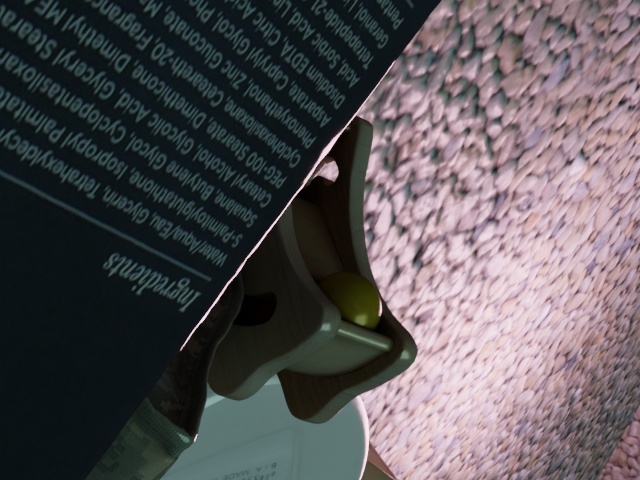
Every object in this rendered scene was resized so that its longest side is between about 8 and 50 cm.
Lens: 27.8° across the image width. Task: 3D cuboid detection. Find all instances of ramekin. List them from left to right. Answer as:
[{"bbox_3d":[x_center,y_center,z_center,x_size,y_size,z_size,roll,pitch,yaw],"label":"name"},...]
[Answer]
[{"bbox_3d":[-0.097,0.157,0.956,0.277,0.135,0.277,-21,131,-26],"label":"ramekin"}]

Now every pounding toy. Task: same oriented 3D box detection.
[{"bbox_3d":[0.000,0.000,0.852,0.155,0.269,0.154,22,115,-36],"label":"pounding toy"}]

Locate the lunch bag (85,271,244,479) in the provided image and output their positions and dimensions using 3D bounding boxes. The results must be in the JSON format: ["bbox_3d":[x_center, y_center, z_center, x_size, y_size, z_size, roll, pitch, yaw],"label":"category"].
[{"bbox_3d":[-0.172,0.075,0.699,0.235,0.169,0.287,-45,-172,14],"label":"lunch bag"}]

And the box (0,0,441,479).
[{"bbox_3d":[-0.131,-0.140,0.444,0.395,0.293,0.212,-54,153,1],"label":"box"}]

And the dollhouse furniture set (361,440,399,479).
[{"bbox_3d":[-0.051,0.273,1.200,0.242,0.212,0.161,-52,-169,-1],"label":"dollhouse furniture set"}]
